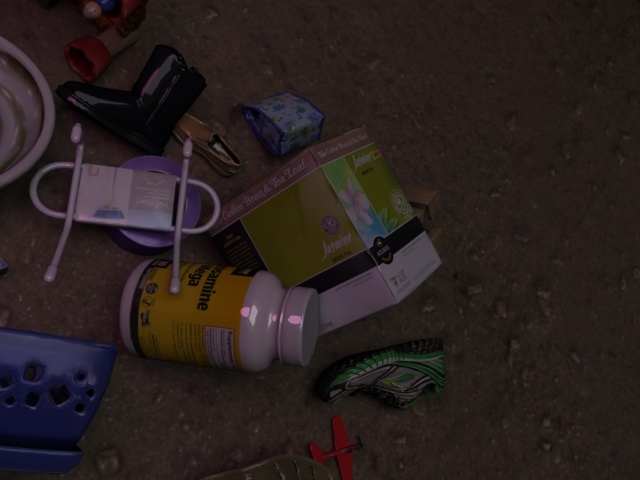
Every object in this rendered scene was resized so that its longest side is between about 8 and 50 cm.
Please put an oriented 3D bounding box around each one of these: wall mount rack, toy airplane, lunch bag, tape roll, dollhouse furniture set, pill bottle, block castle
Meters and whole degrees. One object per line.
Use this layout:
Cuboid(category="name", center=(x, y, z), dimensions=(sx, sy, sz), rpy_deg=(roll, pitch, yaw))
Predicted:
Cuboid(category="wall mount rack", center=(-0.352, -0.048, 1.227), dimensions=(0.349, 0.130, 0.305), rpy_deg=(6, 71, -13))
Cuboid(category="toy airplane", center=(0.030, 0.452, 1.459), dimensions=(0.151, 0.028, 0.151), rpy_deg=(7, 74, -27))
Cuboid(category="lunch bag", center=(-0.087, -0.277, 1.562), dimensions=(0.128, 0.096, 0.151), rpy_deg=(-27, 61, -32))
Cuboid(category="tape roll", center=(-0.341, -0.069, 1.372), dimensions=(0.188, 0.080, 0.189), rpy_deg=(7, 74, -26))
Cuboid(category="dollhouse furniture set", center=(0.221, -0.034, 1.700), dimensions=(0.144, 0.123, 0.151), rpy_deg=(-50, 136, -29))
Cuboid(category="pill bottle", center=(-0.178, 0.140, 1.252), dimensions=(0.333, 0.188, 0.188), rpy_deg=(5, 69, 12))
Cuboid(category="block castle", center=(-0.525, -0.549, 1.279), dimensions=(0.453, 0.303, 0.213), rpy_deg=(47, 54, -10))

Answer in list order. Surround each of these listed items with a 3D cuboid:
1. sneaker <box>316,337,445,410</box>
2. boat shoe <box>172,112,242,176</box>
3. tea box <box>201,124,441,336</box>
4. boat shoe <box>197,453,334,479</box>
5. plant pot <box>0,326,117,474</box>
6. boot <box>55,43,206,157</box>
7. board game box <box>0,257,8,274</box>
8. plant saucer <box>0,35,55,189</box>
Cuboid(category="sneaker", center=(0.148, 0.308, 1.502), dimensions=(0.343, 0.134, 0.147), rpy_deg=(-6, 80, -30))
Cuboid(category="boat shoe", center=(-0.243, -0.219, 1.470), dimensions=(0.190, 0.072, 0.068), rpy_deg=(38, 62, -14))
Cuboid(category="tea box", center=(0.000, 0.000, 1.364), dimensions=(0.220, 0.329, 0.324), rpy_deg=(-33, 94, -52))
Cuboid(category="boat shoe", center=(-0.121, 0.485, 1.325), dimensions=(0.302, 0.103, 0.113), rpy_deg=(5, 61, -26))
Cuboid(category="plant pot", center=(-0.488, 0.258, 1.118), dimensions=(0.235, 0.236, 0.212), rpy_deg=(14, 75, -25))
Cuboid(category="boot", center=(-0.372, -0.309, 1.370), dimensions=(0.246, 0.094, 0.207), rpy_deg=(31, 85, -30))
Cuboid(category="board game box", center=(-0.658, 0.034, 1.182), dimensions=(0.194, 0.060, 0.194), rpy_deg=(37, 62, -14))
Cuboid(category="plant saucer", center=(-0.677, -0.218, 1.189), dimensions=(0.400, 0.100, 0.401), rpy_deg=(13, 55, -20))
